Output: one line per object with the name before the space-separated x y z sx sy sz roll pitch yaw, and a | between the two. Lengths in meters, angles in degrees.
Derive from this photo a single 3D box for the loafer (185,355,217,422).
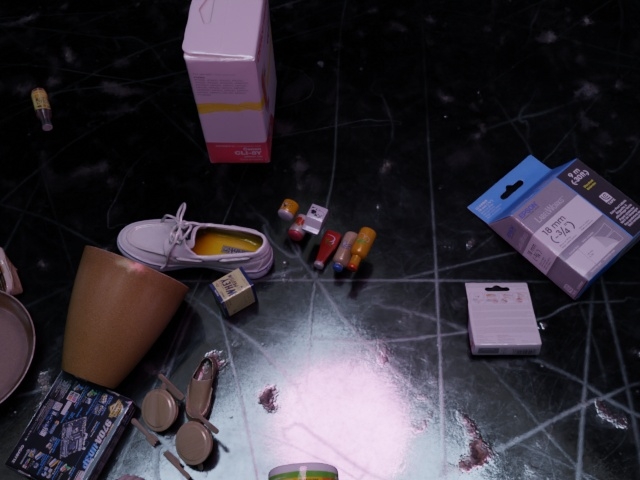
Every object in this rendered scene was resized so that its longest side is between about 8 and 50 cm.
loafer | -0.254 0.310 1.574 0.056 0.050 0.147 4 61 4

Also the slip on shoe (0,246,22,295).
slip on shoe | -0.723 0.072 1.727 0.041 0.051 0.135 4 41 -43

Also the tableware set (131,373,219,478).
tableware set | -0.290 0.380 1.532 0.194 0.039 0.128 36 99 26

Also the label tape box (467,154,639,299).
label tape box | 0.548 -0.064 1.728 0.241 0.106 0.334 -38 67 -19

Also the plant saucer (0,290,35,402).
plant saucer | -0.769 0.250 1.623 0.311 0.050 0.310 0 60 1

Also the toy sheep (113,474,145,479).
toy sheep | -0.363 0.504 1.451 0.132 0.091 0.091 18 63 17

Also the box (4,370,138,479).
box | -0.508 0.398 1.532 0.175 0.051 0.220 19 63 12

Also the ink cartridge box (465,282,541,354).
ink cartridge box | 0.397 0.172 1.650 0.146 0.045 0.179 -1 43 2

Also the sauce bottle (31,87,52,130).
sauce bottle | -0.726 -0.342 1.955 0.042 0.042 0.128 -21 64 -10

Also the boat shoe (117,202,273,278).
boat shoe | -0.292 -0.002 1.688 0.367 0.156 0.135 10 62 7

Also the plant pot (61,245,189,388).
plant pot | -0.434 0.173 1.574 0.237 0.237 0.254 18 77 11

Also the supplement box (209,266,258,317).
supplement box | -0.193 0.116 1.661 0.083 0.083 0.056 -30 63 -13

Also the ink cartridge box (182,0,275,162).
ink cartridge box | -0.201 -0.404 1.778 0.161 0.384 0.279 2 61 3

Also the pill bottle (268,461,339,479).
pill bottle | -0.028 0.549 1.386 0.137 0.136 0.245 -3 61 0

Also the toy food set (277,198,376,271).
toy food set | 0.000 0.000 1.703 0.232 0.111 0.104 22 63 10
